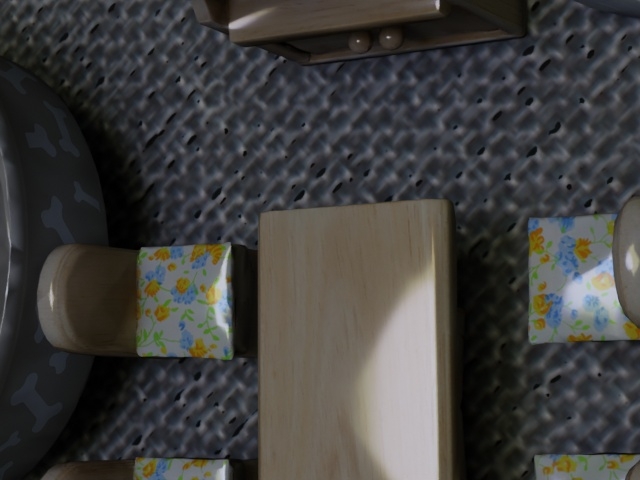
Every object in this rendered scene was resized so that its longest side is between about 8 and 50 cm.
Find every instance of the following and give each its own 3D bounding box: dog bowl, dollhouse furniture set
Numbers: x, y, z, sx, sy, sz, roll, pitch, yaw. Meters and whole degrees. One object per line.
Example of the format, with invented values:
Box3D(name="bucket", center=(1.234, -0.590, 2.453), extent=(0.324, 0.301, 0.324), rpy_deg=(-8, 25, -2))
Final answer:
Box3D(name="dog bowl", center=(-0.277, 0.022, 1.036), extent=(0.349, 0.102, 0.348), rpy_deg=(-7, 80, 40))
Box3D(name="dollhouse furniture set", center=(0.000, 0.000, 0.836), extent=(0.362, 0.256, 0.394), rpy_deg=(-4, 83, 28))

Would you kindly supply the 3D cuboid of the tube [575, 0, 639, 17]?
Box3D(name="tube", center=(0.192, -0.247, 0.875), extent=(0.070, 0.062, 0.240), rpy_deg=(16, 87, -7))
